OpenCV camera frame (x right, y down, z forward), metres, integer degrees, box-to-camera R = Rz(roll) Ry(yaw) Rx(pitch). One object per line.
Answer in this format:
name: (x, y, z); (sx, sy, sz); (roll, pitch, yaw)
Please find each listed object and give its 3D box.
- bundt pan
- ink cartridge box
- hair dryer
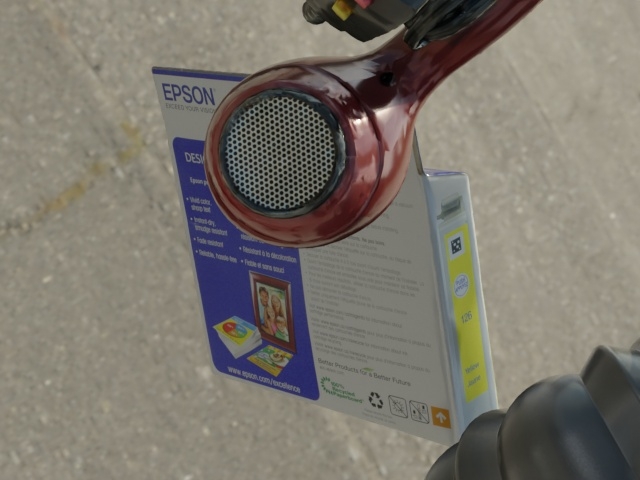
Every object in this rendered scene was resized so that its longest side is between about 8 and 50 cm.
bundt pan: (0.198, 0.147, 0.820); (0.331, 0.331, 0.124); (16, 45, -56)
ink cartridge box: (0.000, 0.000, 1.124); (0.072, 0.304, 0.307); (-25, 116, -40)
hair dryer: (0.053, -0.072, 0.550); (0.223, 0.293, 0.080); (-28, 85, -28)
